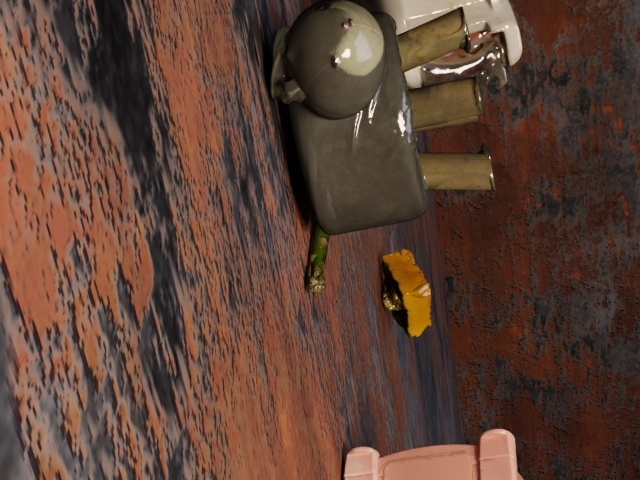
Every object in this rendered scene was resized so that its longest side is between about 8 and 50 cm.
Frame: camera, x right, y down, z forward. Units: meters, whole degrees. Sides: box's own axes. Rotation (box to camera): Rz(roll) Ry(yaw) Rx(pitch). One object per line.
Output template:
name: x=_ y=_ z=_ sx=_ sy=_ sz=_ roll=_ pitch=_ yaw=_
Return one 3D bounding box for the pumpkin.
pumpkin: x=0.097 y=0.063 z=1.397 sx=0.083 sy=0.054 sz=0.074 roll=-119 pitch=-164 yaw=-49

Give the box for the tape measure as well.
tape measure: x=0.079 y=-0.268 z=1.060 sx=0.258 sy=0.130 sz=0.265 roll=-115 pitch=-168 yaw=-68

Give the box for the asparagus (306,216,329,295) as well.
asparagus: x=0.000 y=0.000 z=0.912 sx=0.127 sy=0.015 sz=0.018 roll=-85 pitch=157 yaw=-53

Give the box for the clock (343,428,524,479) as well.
clock: x=0.103 y=0.239 z=0.972 sx=0.093 sy=0.166 sz=0.162 roll=-86 pitch=160 yaw=-46

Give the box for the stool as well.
stool: x=0.046 y=-0.088 z=0.854 sx=0.228 sy=0.139 sz=0.153 roll=-20 pitch=99 yaw=-84
